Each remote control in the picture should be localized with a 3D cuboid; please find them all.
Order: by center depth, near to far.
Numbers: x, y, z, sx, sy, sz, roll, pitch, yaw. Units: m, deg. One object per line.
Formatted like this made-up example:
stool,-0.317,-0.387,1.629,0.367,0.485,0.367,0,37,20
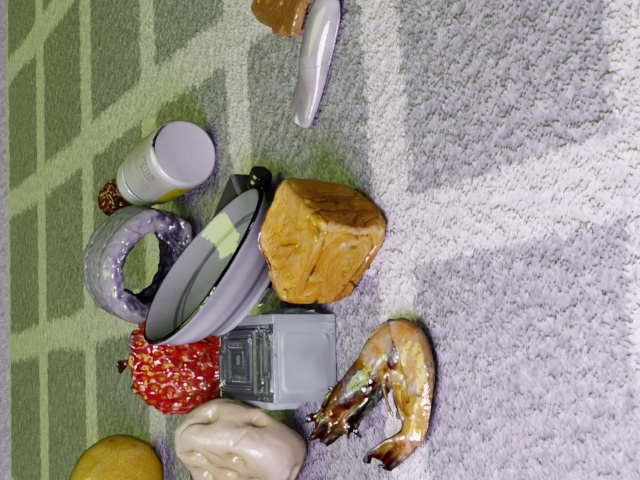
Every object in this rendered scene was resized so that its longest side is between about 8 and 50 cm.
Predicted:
remote control,-0.015,-0.298,1.689,0.073,0.044,0.229,47,128,48

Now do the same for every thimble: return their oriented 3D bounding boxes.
thimble,-0.368,0.049,2.144,0.157,0.217,0.245,13,84,56

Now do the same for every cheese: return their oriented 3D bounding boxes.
cheese,-0.132,0.352,1.704,0.235,0.218,0.117,-37,14,48

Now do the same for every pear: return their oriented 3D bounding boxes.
pear,-0.440,0.522,2.260,0.209,0.209,0.208,-5,84,61

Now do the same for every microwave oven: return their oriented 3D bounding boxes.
microwave oven,-0.076,0.194,1.692,0.208,0.123,0.162,-10,79,60

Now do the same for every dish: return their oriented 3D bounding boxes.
dish,-0.157,0.062,1.694,0.316,0.106,0.316,-45,21,22

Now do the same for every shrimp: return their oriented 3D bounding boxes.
shrimp,0.086,0.244,1.468,0.289,0.075,0.178,-53,46,28

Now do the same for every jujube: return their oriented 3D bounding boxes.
jujube,-0.465,-0.107,2.433,0.166,0.104,0.104,-30,63,55

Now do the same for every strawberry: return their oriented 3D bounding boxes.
strawberry,-0.236,0.220,1.930,0.178,0.234,0.233,-1,88,35

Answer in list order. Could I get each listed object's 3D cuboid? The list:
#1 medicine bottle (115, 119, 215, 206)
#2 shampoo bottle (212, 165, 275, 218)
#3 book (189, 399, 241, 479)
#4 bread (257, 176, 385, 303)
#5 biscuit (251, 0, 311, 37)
medicine bottle,-0.329,-0.152,2.144,0.258,0.144,0.143,-17,73,59
shampoo bottle,-0.145,-0.032,1.872,0.246,0.079,0.080,-63,39,38
book,-0.192,0.430,1.985,0.264,0.027,0.201,-36,58,55
bread,0.000,0.000,1.545,0.143,0.149,0.158,56,135,42
biscuit,-0.059,-0.425,1.785,0.250,0.035,0.162,2,85,60
